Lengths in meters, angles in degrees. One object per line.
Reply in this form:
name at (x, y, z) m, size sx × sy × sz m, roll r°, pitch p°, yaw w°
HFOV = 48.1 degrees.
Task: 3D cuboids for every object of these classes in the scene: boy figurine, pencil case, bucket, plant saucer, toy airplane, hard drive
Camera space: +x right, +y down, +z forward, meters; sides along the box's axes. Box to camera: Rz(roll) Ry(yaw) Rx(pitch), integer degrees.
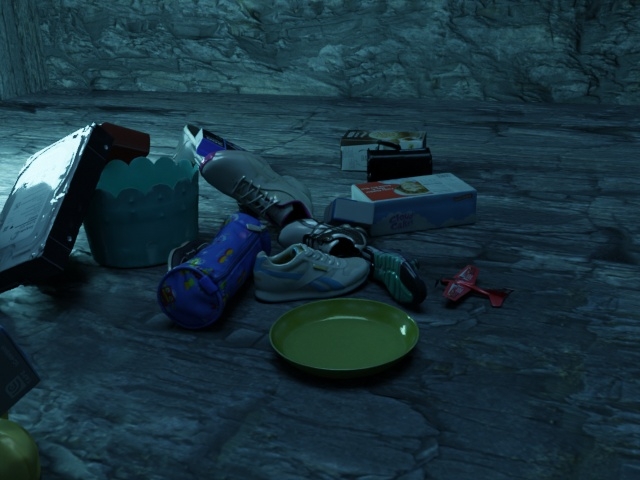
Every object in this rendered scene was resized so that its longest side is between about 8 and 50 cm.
boy figurine at (-0.468, 0.243, 0.915) m, size 0.285 × 0.092 × 0.177 m, roll 8°, pitch 36°, yaw 20°
pencil case at (-0.185, 0.047, 1.352) m, size 0.133 × 0.119 × 0.306 m, roll -39°, pitch 7°, yaw 26°
bucket at (-0.399, -0.067, 1.591) m, size 0.281 × 0.183 × 0.281 m, roll -1°, pitch 21°, yaw 0°
plant saucer at (0.038, 0.161, 1.162) m, size 0.241 × 0.037 × 0.241 m, roll -3°, pitch 21°, yaw 1°
toy airplane at (0.287, 0.089, 1.336) m, size 0.151 × 0.028 × 0.151 m, roll -2°, pitch 23°, yaw 1°
plant saucer at (-0.535, -0.164, 1.739) m, size 0.048 × 0.258 × 0.259 m, roll 45°, pitch 8°, yaw 7°
hard drive at (-0.552, -0.063, 1.427) m, size 0.237 × 0.064 × 0.338 m, roll -17°, pitch 48°, yaw 32°

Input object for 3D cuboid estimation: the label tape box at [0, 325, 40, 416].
label tape box at (-0.548, 0.201, 0.829) m, size 0.249 × 0.115 × 0.348 m, roll 22°, pitch 51°, yaw 34°

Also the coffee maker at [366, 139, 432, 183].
coffee maker at (0.217, -0.190, 1.975) m, size 0.178 × 0.120 × 0.171 m, roll -1°, pitch 44°, yaw 5°

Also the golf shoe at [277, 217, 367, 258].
golf shoe at (0.000, 0.000, 1.527) m, size 0.198 × 0.077 × 0.094 m, roll 0°, pitch 22°, yaw 8°

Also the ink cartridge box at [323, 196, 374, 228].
ink cartridge box at (0.061, -0.055, 1.607) m, size 0.089 × 0.052 × 0.122 m, roll 9°, pitch -11°, yaw -11°

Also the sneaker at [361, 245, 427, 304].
sneaker at (0.164, 0.055, 1.367) m, size 0.098 × 0.083 × 0.224 m, roll -5°, pitch 20°, yaw -21°

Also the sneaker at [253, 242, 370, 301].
sneaker at (-0.014, 0.055, 1.365) m, size 0.229 × 0.092 × 0.087 m, roll -8°, pitch 20°, yaw -17°

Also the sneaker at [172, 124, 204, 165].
sneaker at (-0.375, -0.246, 2.214) m, size 0.083 × 0.118 × 0.222 m, roll 5°, pitch 40°, yaw -45°

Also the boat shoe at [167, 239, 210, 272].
boat shoe at (-0.257, 0.045, 1.438) m, size 0.065 × 0.075 × 0.206 m, roll -4°, pitch 16°, yaw 4°

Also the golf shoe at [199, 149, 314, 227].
golf shoe at (-0.132, -0.110, 1.643) m, size 0.306 × 0.115 × 0.140 m, roll 21°, pitch 28°, yaw -33°

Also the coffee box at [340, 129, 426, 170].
coffee box at (0.192, -0.273, 2.178) m, size 0.247 × 0.098 × 0.141 m, roll 3°, pitch 21°, yaw 12°

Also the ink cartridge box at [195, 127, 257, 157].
ink cartridge box at (-0.267, -0.250, 2.111) m, size 0.206 × 0.045 × 0.208 m, roll 26°, pitch 15°, yaw -18°

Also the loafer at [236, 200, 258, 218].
loafer at (-0.174, -0.108, 1.817) m, size 0.078 × 0.076 × 0.223 m, roll -14°, pitch 19°, yaw -6°

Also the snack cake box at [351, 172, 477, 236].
snack cake box at (0.221, -0.088, 1.715) m, size 0.265 × 0.089 × 0.152 m, roll -7°, pitch 24°, yaw -13°
